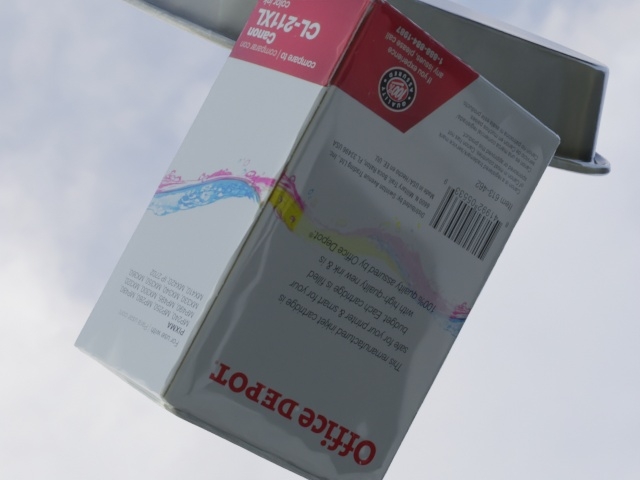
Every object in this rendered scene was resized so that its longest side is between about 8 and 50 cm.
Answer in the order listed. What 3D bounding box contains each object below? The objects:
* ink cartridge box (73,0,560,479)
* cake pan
[{"bbox_3d":[0.000,0.000,0.769,0.127,0.072,0.175,32,-96,-42],"label":"ink cartridge box"},{"bbox_3d":[0.022,-0.111,0.988,0.293,0.293,0.054,14,-78,-37],"label":"cake pan"}]
